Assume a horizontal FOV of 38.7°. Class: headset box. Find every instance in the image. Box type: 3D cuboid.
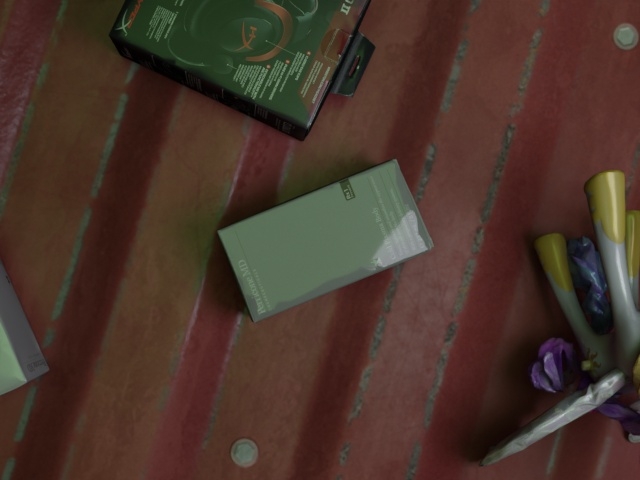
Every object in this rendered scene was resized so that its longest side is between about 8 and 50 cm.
[{"bbox_3d":[-0.077,-0.272,1.128,0.293,0.110,0.218,24,86,-3],"label":"headset box"}]

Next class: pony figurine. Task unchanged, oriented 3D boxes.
[{"bbox_3d":[0.348,0.146,1.061,0.303,0.351,0.363,-4,69,-8],"label":"pony figurine"}]

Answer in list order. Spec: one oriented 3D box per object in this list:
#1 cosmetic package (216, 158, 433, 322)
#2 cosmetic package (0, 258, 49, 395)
[{"bbox_3d":[0.000,0.000,1.129,0.238,0.107,0.127,-24,93,-8],"label":"cosmetic package"},{"bbox_3d":[-0.415,0.074,1.086,0.085,0.117,0.231,-25,91,-4],"label":"cosmetic package"}]
